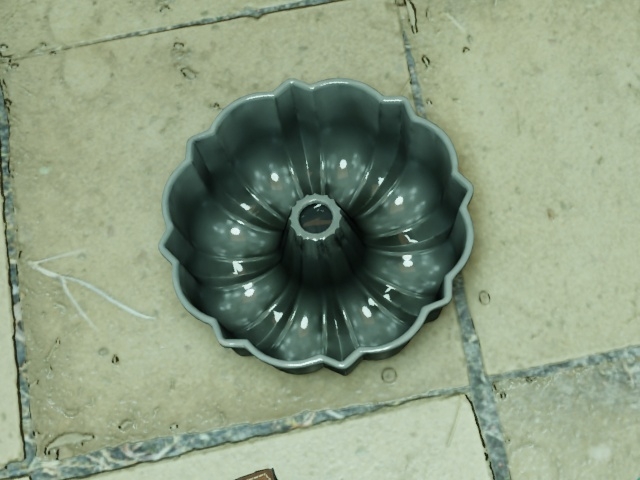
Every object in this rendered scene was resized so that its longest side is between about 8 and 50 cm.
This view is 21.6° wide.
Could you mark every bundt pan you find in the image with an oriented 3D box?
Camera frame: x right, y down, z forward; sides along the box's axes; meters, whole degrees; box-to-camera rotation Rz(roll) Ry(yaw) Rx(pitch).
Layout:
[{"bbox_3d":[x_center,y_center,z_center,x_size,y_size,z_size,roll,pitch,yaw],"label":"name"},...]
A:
[{"bbox_3d":[0.000,0.000,1.773,0.331,0.124,0.330,-2,66,4],"label":"bundt pan"}]

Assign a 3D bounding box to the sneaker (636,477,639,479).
[{"bbox_3d":[0.452,0.269,1.628,0.296,0.124,0.178,25,81,16],"label":"sneaker"}]

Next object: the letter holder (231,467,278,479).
[{"bbox_3d":[-0.093,0.406,1.599,0.214,0.152,0.301,-19,67,-1],"label":"letter holder"}]
